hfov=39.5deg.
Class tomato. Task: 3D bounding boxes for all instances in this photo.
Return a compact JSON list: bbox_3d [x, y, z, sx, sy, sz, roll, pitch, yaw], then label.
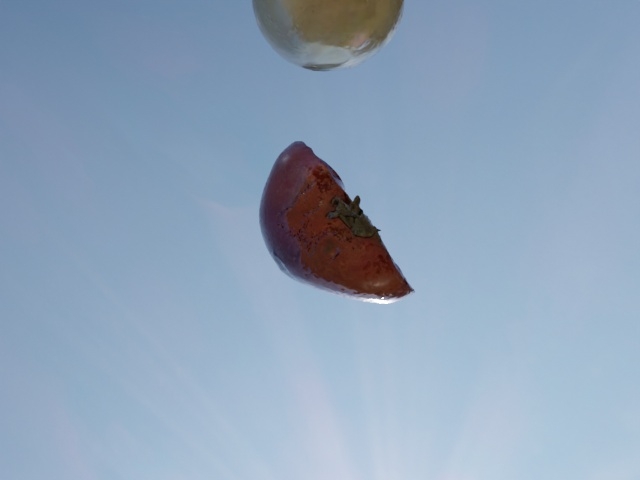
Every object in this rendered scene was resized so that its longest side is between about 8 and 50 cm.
[{"bbox_3d":[0.000,0.000,0.880,0.099,0.173,0.189,-35,-88,-4],"label":"tomato"}]

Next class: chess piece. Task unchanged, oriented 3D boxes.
[{"bbox_3d":[-0.007,-0.239,0.596,0.142,0.142,0.261,-5,-104,-27],"label":"chess piece"}]
